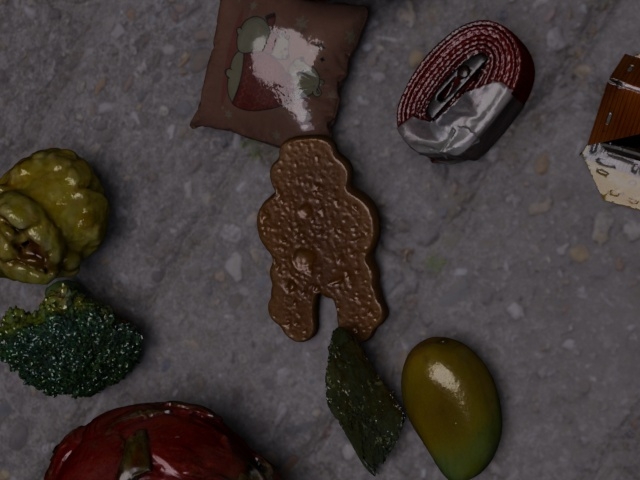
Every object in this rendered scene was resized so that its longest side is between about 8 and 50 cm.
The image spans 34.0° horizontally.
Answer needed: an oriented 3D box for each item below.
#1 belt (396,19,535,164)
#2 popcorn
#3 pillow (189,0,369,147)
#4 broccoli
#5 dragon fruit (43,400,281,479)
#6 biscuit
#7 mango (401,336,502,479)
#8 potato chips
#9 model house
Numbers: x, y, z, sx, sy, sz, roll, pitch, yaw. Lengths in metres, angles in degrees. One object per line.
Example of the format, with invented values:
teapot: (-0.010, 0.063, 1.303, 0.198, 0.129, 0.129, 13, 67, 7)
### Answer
belt: (0.189, -0.193, 1.375, 0.128, 0.124, 0.201, 42, 102, 18)
popcorn: (-0.428, -0.033, 1.559, 0.226, 0.203, 0.200, -9, 91, 14)
pillow: (-0.064, -0.244, 1.485, 0.223, 0.084, 0.236, 18, 99, 12)
broccoli: (-0.380, 0.136, 1.572, 0.194, 0.219, 0.194, -12, 76, 61)
dragon fruit: (-0.226, 0.354, 1.440, 0.342, 0.277, 0.277, -8, 86, 33)
biscuit: (0.001, -0.001, 1.464, 0.186, 0.044, 0.295, 0, 102, 17)
mango: (0.175, 0.224, 1.390, 0.130, 0.092, 0.195, -6, 91, 19)
potato chips: (0.058, 0.221, 1.436, 0.142, 0.026, 0.209, 14, 113, 40)
model house: (0.437, -0.128, 1.275, 0.219, 0.136, 0.207, 24, 96, 19)
